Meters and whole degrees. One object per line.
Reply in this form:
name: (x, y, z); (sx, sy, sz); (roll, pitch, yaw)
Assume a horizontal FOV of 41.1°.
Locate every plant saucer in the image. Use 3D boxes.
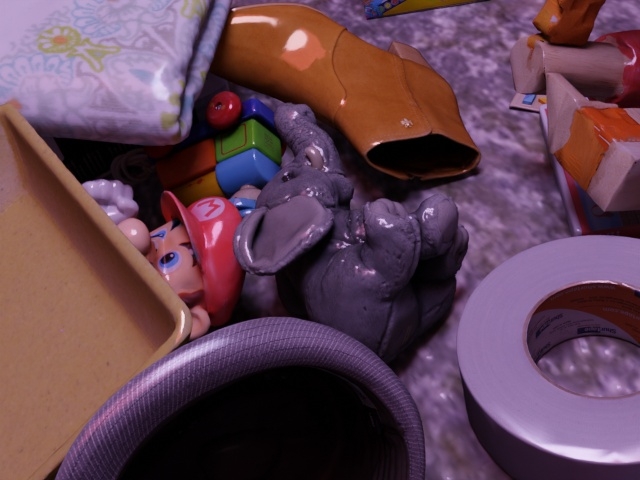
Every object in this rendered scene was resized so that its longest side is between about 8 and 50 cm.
plant saucer: (-0.282, 0.096, 0.679); (0.333, 0.081, 0.333); (-45, 54, -3)

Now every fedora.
fedora: (-0.063, 0.173, 0.606); (0.275, 0.243, 0.124); (-34, 17, -18)

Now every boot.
boot: (0.017, -0.155, 0.907); (0.295, 0.104, 0.211); (5, 39, -18)

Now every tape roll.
tape roll: (0.220, 0.097, 0.672); (0.219, 0.072, 0.219); (-8, 44, 8)

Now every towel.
towel: (-0.256, -0.258, 0.895); (0.321, 0.090, 0.374); (3, 55, 12)

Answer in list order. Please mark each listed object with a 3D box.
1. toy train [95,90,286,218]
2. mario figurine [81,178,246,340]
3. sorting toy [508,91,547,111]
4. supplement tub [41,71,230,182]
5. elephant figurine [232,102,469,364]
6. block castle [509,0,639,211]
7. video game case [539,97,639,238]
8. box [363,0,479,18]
toy train: (-0.152, -0.048, 0.930); (0.248, 0.105, 0.143); (-20, 58, 25)
mario figurine: (-0.215, 0.050, 0.770); (0.321, 0.170, 0.198); (-33, 89, -7)
sorting toy: (0.259, -0.177, 0.980); (0.062, 0.012, 0.083); (13, 51, 28)
supplement tub: (-0.284, -0.176, 1.014); (0.316, 0.193, 0.193); (-27, 44, -10)
elephant figurine: (0.000, 0.000, 0.783); (0.239, 0.169, 0.186); (25, 38, 31)
block castle: (0.374, -0.129, 0.644); (0.213, 0.303, 0.453); (-3, 39, -27)
video game case: (0.379, -0.091, 0.848); (0.285, 0.025, 0.204); (-8, 44, 9)
box: (0.126, -0.511, 1.167); (0.177, 0.279, 0.290); (-6, 44, 11)
